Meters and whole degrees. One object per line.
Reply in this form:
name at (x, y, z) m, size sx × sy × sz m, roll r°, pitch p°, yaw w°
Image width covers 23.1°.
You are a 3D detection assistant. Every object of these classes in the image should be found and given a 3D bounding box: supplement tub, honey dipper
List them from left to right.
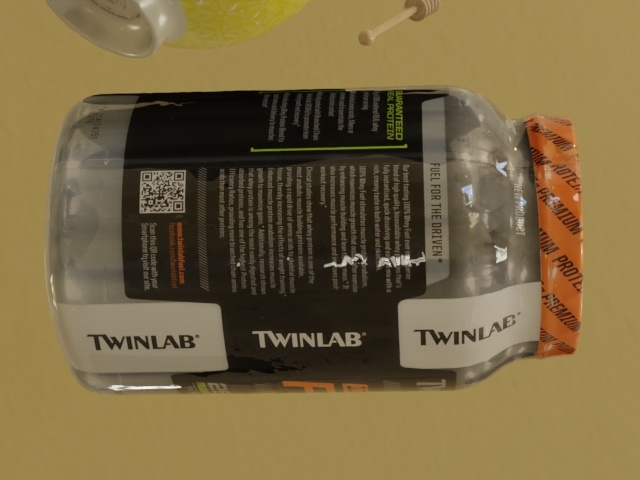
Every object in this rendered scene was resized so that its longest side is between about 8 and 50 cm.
supplement tub at (0.000, 0.000, 0.983) m, size 0.316 × 0.193 × 0.193 m, roll -1°, pitch -10°, yaw 5°
honey dipper at (0.086, -0.244, 1.726) m, size 0.030 × 0.030 × 0.160 m, roll -30°, pitch 5°, yaw 37°

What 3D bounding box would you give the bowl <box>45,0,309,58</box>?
bowl at (-0.145, -0.245, 1.293) m, size 0.156 × 0.289 × 0.289 m, roll -60°, pitch 5°, yaw -23°
